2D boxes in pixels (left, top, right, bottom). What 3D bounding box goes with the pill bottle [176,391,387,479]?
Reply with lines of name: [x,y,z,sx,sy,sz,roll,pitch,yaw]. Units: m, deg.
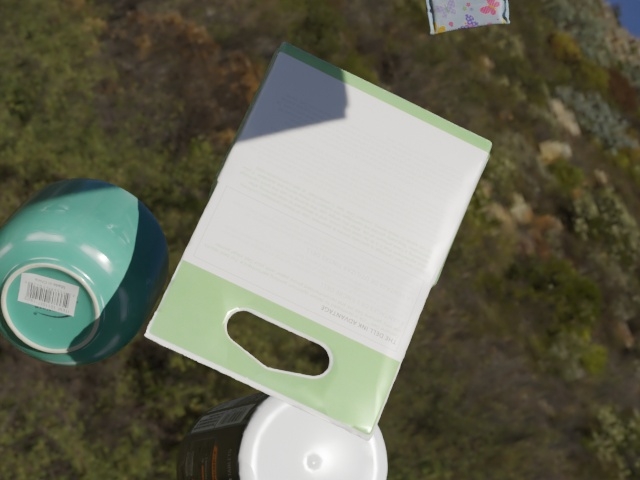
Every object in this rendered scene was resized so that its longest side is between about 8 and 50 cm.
pill bottle: [-0.048,0.199,1.050,0.246,0.131,0.130,-29,-99,65]

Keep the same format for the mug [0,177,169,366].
mug: [-0.199,0.035,0.907,0.129,0.158,0.097,56,19,-17]

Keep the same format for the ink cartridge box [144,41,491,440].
ink cartridge box: [0.000,0.000,0.838,0.235,0.171,0.056,-66,-174,-16]

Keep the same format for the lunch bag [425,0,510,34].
lunch bag: [0.125,-0.215,1.031,0.083,0.071,0.053,-74,156,-60]
